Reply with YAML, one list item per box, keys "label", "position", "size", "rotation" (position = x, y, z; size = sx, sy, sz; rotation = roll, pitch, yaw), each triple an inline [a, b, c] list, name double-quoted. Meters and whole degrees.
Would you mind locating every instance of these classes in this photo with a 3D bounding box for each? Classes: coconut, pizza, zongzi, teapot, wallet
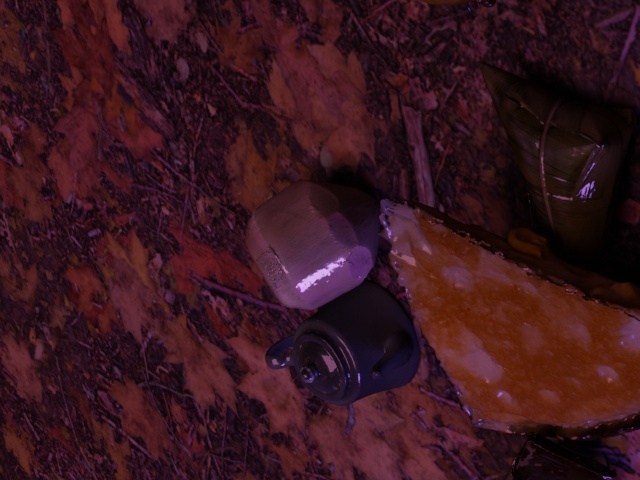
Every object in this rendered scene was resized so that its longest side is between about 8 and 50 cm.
- label: "coconut"
  position: [0.000, 0.000, 2.054]
  size: [0.171, 0.183, 0.171]
  rotation: [60, 179, 2]
- label: "pizza"
  position: [0.265, 0.127, 1.820]
  size: [0.435, 0.080, 0.392]
  rotation: [25, 147, 18]
- label: "zongzi"
  position: [0.245, -0.080, 1.765]
  size: [0.204, 0.094, 0.205]
  rotation: [29, 132, 31]
- label: "teapot"
  position: [0.021, 0.156, 2.124]
  size: [0.239, 0.149, 0.162]
  rotation: [5, 116, 47]
- label: "wallet"
  position: [0.286, 0.330, 1.970]
  size: [0.122, 0.031, 0.232]
  rotation: [25, 143, 10]

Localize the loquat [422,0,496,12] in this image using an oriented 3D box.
- label: "loquat"
  position: [0.146, -0.326, 1.703]
  size: [0.163, 0.137, 0.163]
  rotation: [11, 116, 24]
